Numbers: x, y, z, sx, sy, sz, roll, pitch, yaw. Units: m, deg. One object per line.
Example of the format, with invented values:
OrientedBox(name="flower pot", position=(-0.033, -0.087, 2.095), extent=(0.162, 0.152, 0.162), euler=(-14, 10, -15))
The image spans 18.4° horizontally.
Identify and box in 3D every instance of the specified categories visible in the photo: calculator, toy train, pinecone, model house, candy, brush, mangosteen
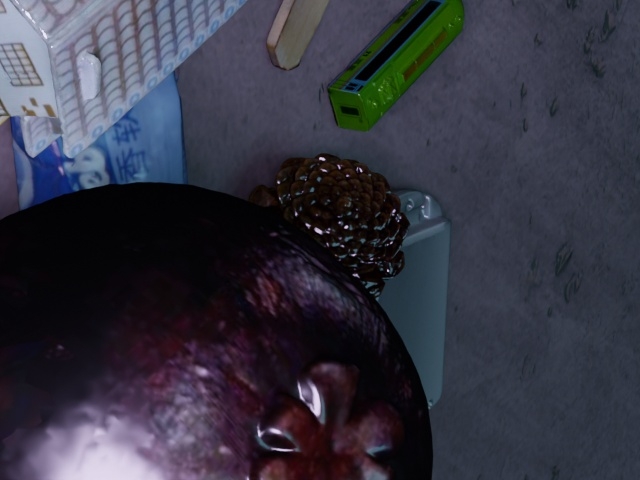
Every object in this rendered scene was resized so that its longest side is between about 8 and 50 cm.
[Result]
OrientedBox(name="calculator", position=(0.069, 0.073, 1.829), extent=(0.141, 0.045, 0.246), euler=(-21, 118, -51))
OrientedBox(name="toy train", position=(0.082, -0.174, 1.768), extent=(0.209, 0.042, 0.044), euler=(-48, 137, -36))
OrientedBox(name="pinecone", position=(0.002, 0.000, 1.640), extent=(0.140, 0.140, 0.121), euler=(-59, 175, -25))
OrientedBox(name="model house", position=(-0.166, -0.180, 1.225), extent=(0.224, 0.215, 0.198), euler=(-46, 127, -36))
OrientedBox(name="candy", position=(-0.152, -0.020, 1.453), extent=(0.187, 0.077, 0.331), euler=(-23, 116, -43))
OrientedBox(name="brush", position=(0.030, -0.291, 1.674), extent=(0.085, 0.020, 0.336), euler=(47, 63, -52))
OrientedBox(name="mangosteen", position=(-0.140, 0.152, 1.267), extent=(0.382, 0.435, 0.382), euler=(13, 72, -43))
